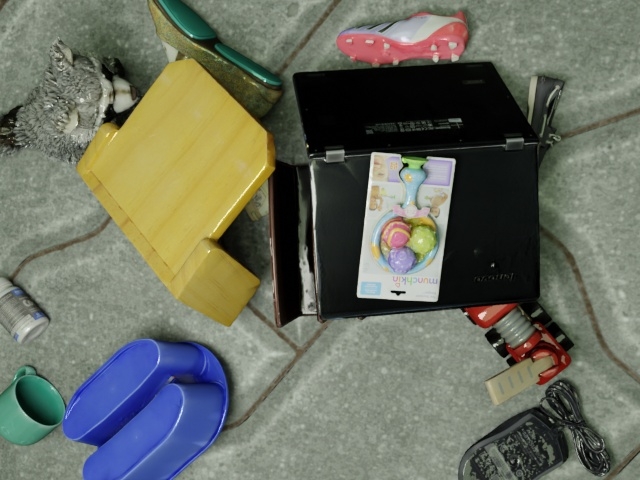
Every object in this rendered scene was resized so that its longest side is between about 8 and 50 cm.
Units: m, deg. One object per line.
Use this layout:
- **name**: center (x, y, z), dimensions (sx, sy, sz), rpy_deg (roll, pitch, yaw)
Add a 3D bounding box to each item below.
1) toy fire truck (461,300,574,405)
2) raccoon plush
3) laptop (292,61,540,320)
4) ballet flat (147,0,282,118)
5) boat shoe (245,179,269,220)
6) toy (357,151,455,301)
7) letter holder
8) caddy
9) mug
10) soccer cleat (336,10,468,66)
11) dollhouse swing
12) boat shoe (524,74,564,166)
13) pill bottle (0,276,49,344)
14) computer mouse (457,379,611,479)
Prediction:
- **toy fire truck**: center (0.326, 0.170, 1.294), dimensions (0.158, 0.246, 0.217), rpy_deg (-41, 84, 10)
- **raccoon plush**: center (-0.543, -0.223, 1.441), dimensions (0.446, 0.299, 0.216), rpy_deg (-24, 87, 12)
- **laptop**: center (0.160, -0.105, 1.311), dimensions (0.381, 0.408, 0.236), rpy_deg (-4, 133, -6)
- **ballet flat**: center (-0.231, -0.360, 1.472), dimensions (0.348, 0.123, 0.123), rpy_deg (39, 99, 8)
- **boat shoe**: center (-0.177, -0.166, 1.435), dimensions (0.089, 0.104, 0.285), rpy_deg (-35, 102, 10)
- **toy**: center (0.139, -0.015, 1.182), dimensions (0.136, 0.056, 0.237), rpy_deg (4, 99, -6)
- **letter holder**: center (0.000, 0.000, 1.375), dimensions (0.152, 0.214, 0.302), rpy_deg (-3, 91, 12)
- **caddy**: center (-0.338, 0.348, 1.481), dimensions (0.341, 0.179, 0.241), rpy_deg (-42, 61, 10)
- **mug**: center (-0.618, 0.357, 1.572), dimensions (0.097, 0.158, 0.129), rpy_deg (-41, 108, 13)
- **soccer cleat**: center (0.155, -0.387, 1.411), dimensions (0.248, 0.083, 0.095), rpy_deg (4, 63, 17)
- **dollhouse swing**: center (-0.212, -0.093, 1.367), dimensions (0.305, 0.315, 0.347), rpy_deg (-44, 64, -1)
- **boat shoe**: center (0.405, -0.198, 1.356), dimensions (0.064, 0.075, 0.206), rpy_deg (5, 88, 15)
- **pill bottle**: center (-0.652, 0.148, 1.587), dimensions (0.137, 0.078, 0.078), rpy_deg (45, 100, 7)
- **computer mouse**: center (0.379, 0.397, 1.386), dimensions (0.272, 0.072, 0.189), rpy_deg (-27, 84, -1)
